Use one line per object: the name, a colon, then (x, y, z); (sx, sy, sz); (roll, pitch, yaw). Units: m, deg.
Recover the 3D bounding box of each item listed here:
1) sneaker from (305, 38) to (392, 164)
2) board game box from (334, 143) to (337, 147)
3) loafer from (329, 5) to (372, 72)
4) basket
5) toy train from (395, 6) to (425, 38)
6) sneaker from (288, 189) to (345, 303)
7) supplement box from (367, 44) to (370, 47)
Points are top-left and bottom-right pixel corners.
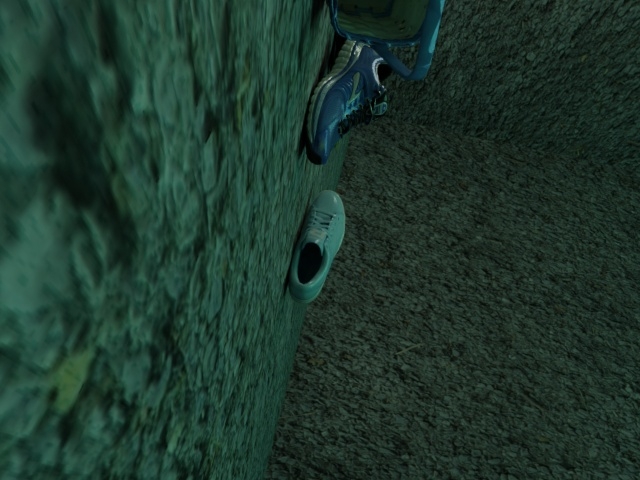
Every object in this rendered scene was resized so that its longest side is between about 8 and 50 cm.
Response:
sneaker: (0.069, -0.300, 0.938); (0.130, 0.147, 0.330); (93, 22, -70)
board game box: (0.055, -0.412, 1.433); (0.092, 0.043, 0.181); (-74, 176, -56)
loafer: (0.078, -0.507, 1.061); (0.078, 0.080, 0.220); (-50, 153, -85)
basket: (0.115, -0.413, 0.665); (0.289, 0.201, 0.255); (-122, -147, -46)
toy train: (0.234, -0.653, 1.065); (0.334, 0.142, 0.190); (-65, 175, 8)
sneaker: (0.000, 0.000, 1.259); (0.150, 0.135, 0.366); (104, -2, -70)
supplement box: (0.153, -0.743, 1.577); (0.078, 0.080, 0.233); (100, 1, -79)
